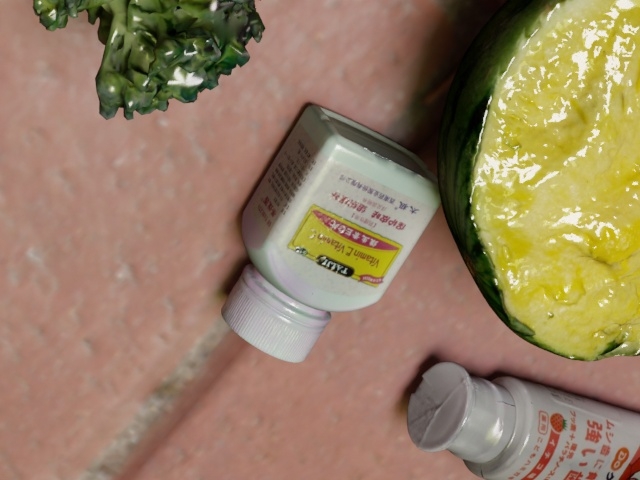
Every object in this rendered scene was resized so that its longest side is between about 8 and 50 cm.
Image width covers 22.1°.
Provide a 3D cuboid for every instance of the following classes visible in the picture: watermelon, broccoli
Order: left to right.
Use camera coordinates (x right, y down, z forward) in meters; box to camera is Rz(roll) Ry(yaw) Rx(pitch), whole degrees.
[{"bbox_3d":[-0.093,-0.141,0.681,0.160,0.154,0.167,-8,120,-5],"label":"broccoli"},{"bbox_3d":[0.152,-0.059,0.809,0.232,0.127,0.204,-46,121,0],"label":"watermelon"}]

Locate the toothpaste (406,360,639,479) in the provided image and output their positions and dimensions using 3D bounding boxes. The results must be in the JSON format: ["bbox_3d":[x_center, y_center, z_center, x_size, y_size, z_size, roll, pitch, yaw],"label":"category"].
[{"bbox_3d":[0.153,0.125,0.951,0.234,0.057,0.089,22,105,-34],"label":"toothpaste"}]

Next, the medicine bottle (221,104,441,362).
[{"bbox_3d":[0.000,0.000,0.832,0.074,0.055,0.118,25,106,-28],"label":"medicine bottle"}]
